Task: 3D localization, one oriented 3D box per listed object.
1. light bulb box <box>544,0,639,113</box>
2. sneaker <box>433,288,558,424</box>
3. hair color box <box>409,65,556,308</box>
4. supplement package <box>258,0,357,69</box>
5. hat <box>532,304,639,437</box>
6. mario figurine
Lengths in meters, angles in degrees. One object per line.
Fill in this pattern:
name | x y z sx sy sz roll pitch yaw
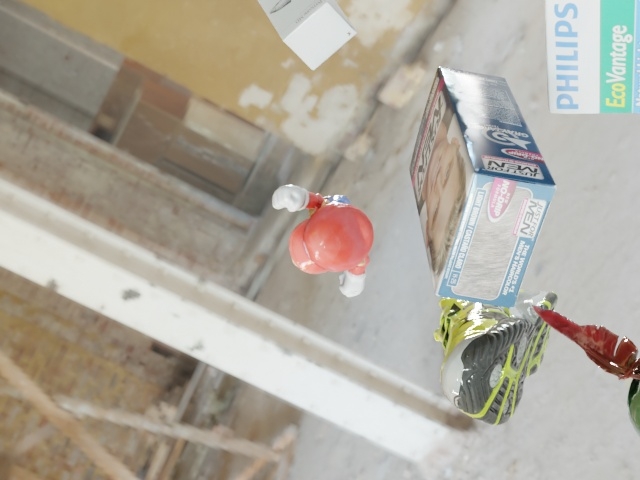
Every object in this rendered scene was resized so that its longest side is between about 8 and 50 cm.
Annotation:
light bulb box | 0.410 -0.403 1.389 0.361 0.225 0.358 -72 -23 -45
sneaker | 0.216 0.146 1.499 0.384 0.147 0.145 -17 -61 -67
hair color box | 0.198 -0.081 1.421 0.347 0.105 0.174 -94 15 -61
supplement package | -0.033 -0.409 1.928 0.105 0.105 0.179 -39 51 12
hat | 0.243 0.137 0.840 0.183 0.173 0.208 -27 6 39
mario figurine | 0.000 0.000 1.916 0.320 0.198 0.170 -41 -29 -82
